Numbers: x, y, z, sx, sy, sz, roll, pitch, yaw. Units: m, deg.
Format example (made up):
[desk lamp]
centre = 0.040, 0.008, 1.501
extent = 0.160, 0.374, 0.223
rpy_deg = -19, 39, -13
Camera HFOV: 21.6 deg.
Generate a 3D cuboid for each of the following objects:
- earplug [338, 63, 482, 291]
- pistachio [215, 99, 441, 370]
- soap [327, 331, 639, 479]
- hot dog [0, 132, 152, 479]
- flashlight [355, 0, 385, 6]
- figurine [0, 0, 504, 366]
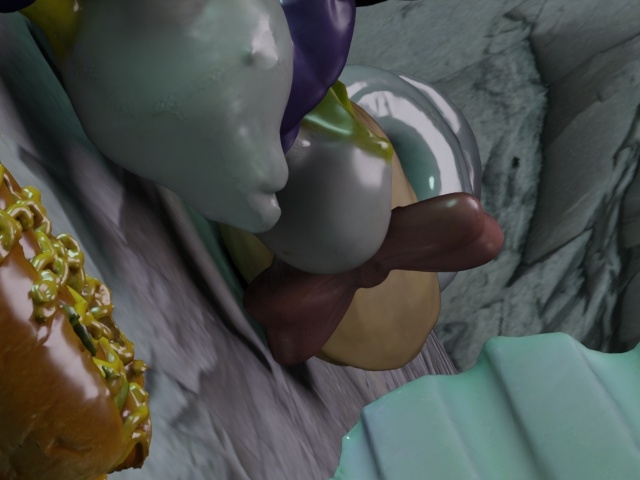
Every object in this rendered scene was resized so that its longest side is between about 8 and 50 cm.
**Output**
[earplug]
centre = 0.044, -0.049, 1.485
extent = 0.214, 0.175, 0.325
rpy_deg = 65, 14, -4
[pistachio]
centre = 0.000, 0.000, 0.999
extent = 0.145, 0.117, 0.200
rpy_deg = -63, 146, -38
[soap]
centre = 0.103, 0.162, 0.529
extent = 0.115, 0.208, 0.347
rpy_deg = 61, 4, -28
[hot dog]
centre = -0.094, -0.007, 0.403
extent = 0.165, 0.045, 0.071
rpy_deg = 59, 3, -15
[flashlight]
centre = -0.019, -0.178, 0.950
extent = 0.103, 0.103, 0.424
rpy_deg = 59, -20, -19
[figurine]
centre = -0.037, -0.074, 0.756
extent = 0.193, 0.154, 0.421
rpy_deg = 66, 8, 24
